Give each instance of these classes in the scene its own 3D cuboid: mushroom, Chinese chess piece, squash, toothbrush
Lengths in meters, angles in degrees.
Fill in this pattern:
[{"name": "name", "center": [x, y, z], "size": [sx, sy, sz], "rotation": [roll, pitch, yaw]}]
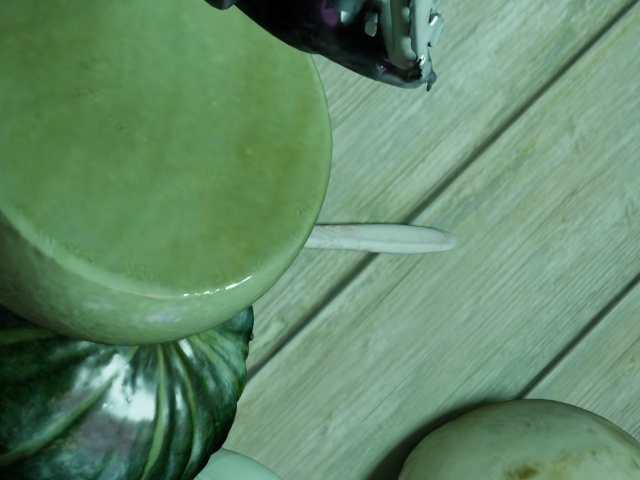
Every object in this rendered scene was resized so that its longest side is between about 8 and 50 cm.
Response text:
[{"name": "mushroom", "center": [0.163, 0.290, 1.635], "size": [0.297, 0.298, 0.290], "rotation": [-16, 170, -40]}, {"name": "Chinese chess piece", "center": [-0.108, -0.059, 1.013], "size": [0.237, 0.238, 0.092], "rotation": [-24, 176, -33]}, {"name": "squash", "center": [-0.138, 0.058, 1.111], "size": [0.218, 0.218, 0.172], "rotation": [-23, 174, -34]}, {"name": "toothbrush", "center": [0.000, 0.000, 1.354], "size": [0.307, 0.025, 0.029], "rotation": [2, 129, -49]}]

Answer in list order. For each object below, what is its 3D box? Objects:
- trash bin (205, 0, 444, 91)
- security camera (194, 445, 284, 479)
[{"name": "trash bin", "center": [0.040, -0.288, 0.872], "size": [0.367, 0.296, 0.256], "rotation": [-44, 159, -14]}, {"name": "security camera", "center": [-0.095, 0.211, 1.260], "size": [0.194, 0.236, 0.195], "rotation": [-32, 144, -27]}]
